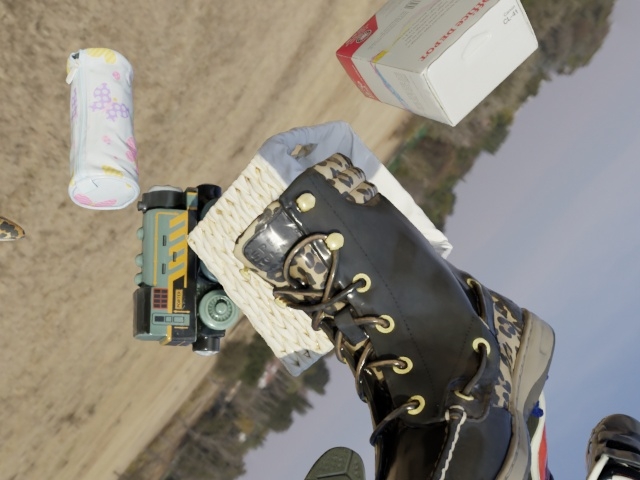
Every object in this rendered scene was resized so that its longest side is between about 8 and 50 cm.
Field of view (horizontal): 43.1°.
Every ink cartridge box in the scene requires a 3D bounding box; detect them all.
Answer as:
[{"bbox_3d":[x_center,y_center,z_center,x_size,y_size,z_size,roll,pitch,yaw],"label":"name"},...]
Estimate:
[{"bbox_3d":[0.202,-0.351,1.478,0.226,0.131,0.306,-43,-145,-7],"label":"ink cartridge box"}]

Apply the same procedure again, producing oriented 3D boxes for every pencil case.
[{"bbox_3d":[-0.365,-0.187,1.351,0.113,0.273,0.124,-11,157,4],"label":"pencil case"}]

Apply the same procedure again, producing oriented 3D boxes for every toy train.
[{"bbox_3d":[-0.255,0.050,1.530,0.142,0.190,0.334,152,-61,-66],"label":"toy train"}]

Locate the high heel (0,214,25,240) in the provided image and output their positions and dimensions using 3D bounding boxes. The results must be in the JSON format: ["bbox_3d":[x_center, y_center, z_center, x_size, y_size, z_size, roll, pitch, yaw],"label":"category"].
[{"bbox_3d":[-0.601,-0.109,1.355,0.186,0.261,0.093,-66,-156,7],"label":"high heel"}]

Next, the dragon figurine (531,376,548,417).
[{"bbox_3d":[0.179,0.170,1.134,0.144,0.289,0.085,-36,-149,62],"label":"dragon figurine"}]

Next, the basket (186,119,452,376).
[{"bbox_3d":[0.000,0.000,1.408,0.266,0.331,0.328,-41,175,26],"label":"basket"}]

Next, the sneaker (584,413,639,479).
[{"bbox_3d":[0.486,0.381,1.296,0.321,0.126,0.128,-58,156,-47],"label":"sneaker"}]

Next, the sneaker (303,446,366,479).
[{"bbox_3d":[0.000,0.382,1.032,0.130,0.087,0.228,109,-8,-63],"label":"sneaker"}]

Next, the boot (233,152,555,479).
[{"bbox_3d":[0.042,0.088,0.672,0.138,0.284,0.377,-47,179,37],"label":"boot"}]

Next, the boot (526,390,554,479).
[{"bbox_3d":[0.355,0.343,1.386,0.176,0.088,0.244,23,67,-60],"label":"boot"}]
